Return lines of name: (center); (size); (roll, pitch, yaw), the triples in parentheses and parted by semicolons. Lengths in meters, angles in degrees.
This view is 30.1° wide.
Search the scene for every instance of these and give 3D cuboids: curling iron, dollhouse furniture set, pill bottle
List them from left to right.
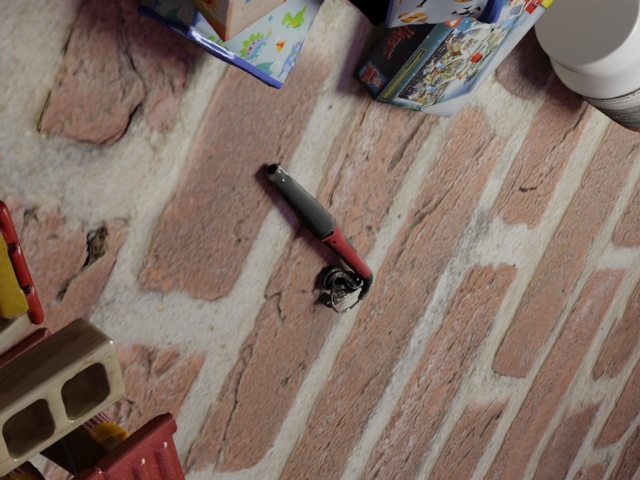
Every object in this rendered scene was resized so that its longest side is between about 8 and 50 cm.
dollhouse furniture set: (-0.241, 0.090, 0.931); (0.152, 0.201, 0.374); (-34, 133, -31)
curling iron: (0.000, 0.000, 1.302); (0.068, 0.035, 0.274); (-49, 146, -14)
pill bottle: (0.381, -0.241, 1.488); (0.278, 0.162, 0.162); (18, 101, -55)

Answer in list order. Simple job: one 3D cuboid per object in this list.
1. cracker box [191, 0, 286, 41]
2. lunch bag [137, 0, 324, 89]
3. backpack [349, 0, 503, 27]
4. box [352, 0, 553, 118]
cracker box: (-0.081, -0.248, 0.798); (0.067, 0.156, 0.232); (-36, 175, -12)
lunch bag: (-0.058, -0.211, 1.006); (0.151, 0.096, 0.129); (22, 98, -46)
backpack: (0.106, -0.316, 0.997); (0.213, 0.277, 0.263); (4, 145, -6)
box: (0.158, -0.235, 1.244); (0.159, 0.044, 0.233); (4, 132, -53)
